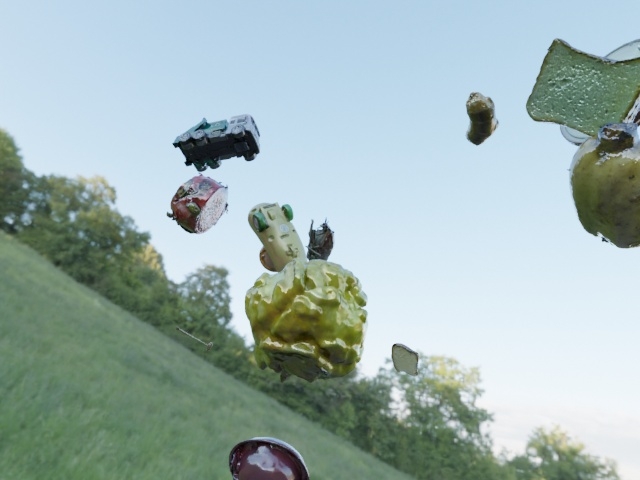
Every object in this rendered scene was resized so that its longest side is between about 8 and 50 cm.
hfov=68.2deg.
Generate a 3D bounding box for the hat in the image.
[{"bbox_3d":[-0.125,0.553,1.099,0.205,0.205,0.089,7,20,12],"label":"hat"}]

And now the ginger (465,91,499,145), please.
[{"bbox_3d":[0.472,-0.353,1.397,0.095,0.069,0.190,14,-32,33],"label":"ginger"}]

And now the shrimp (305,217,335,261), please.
[{"bbox_3d":[0.001,0.001,1.206,0.073,0.074,0.190,13,-31,-2],"label":"shrimp"}]

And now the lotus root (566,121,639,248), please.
[{"bbox_3d":[0.552,-0.095,0.875,0.160,0.146,0.284,16,-34,43],"label":"lotus root"}]

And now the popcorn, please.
[{"bbox_3d":[-0.027,0.158,0.842,0.233,0.192,0.266,22,-60,-23],"label":"popcorn"}]

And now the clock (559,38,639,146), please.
[{"bbox_3d":[0.795,-0.405,1.300,0.080,0.318,0.318,26,-25,-17],"label":"clock"}]

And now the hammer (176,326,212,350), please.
[{"bbox_3d":[-0.376,0.288,1.403,0.123,0.029,0.014,28,1,6],"label":"hammer"}]

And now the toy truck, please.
[{"bbox_3d":[-0.266,-0.269,1.243,0.216,0.116,0.110,-9,-40,12],"label":"toy truck"}]

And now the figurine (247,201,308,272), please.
[{"bbox_3d":[-0.144,0.019,1.543,0.124,0.324,0.222,-18,-21,-27],"label":"figurine"}]

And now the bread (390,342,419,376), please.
[{"bbox_3d":[0.340,0.468,1.861,0.044,0.129,0.126,-18,23,-41],"label":"bread"}]

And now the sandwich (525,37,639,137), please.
[{"bbox_3d":[0.571,-0.323,1.014,0.215,0.186,0.065,34,27,35],"label":"sandwich"}]

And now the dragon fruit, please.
[{"bbox_3d":[-0.423,-0.130,1.635,0.147,0.211,0.282,30,11,5],"label":"dragon fruit"}]
